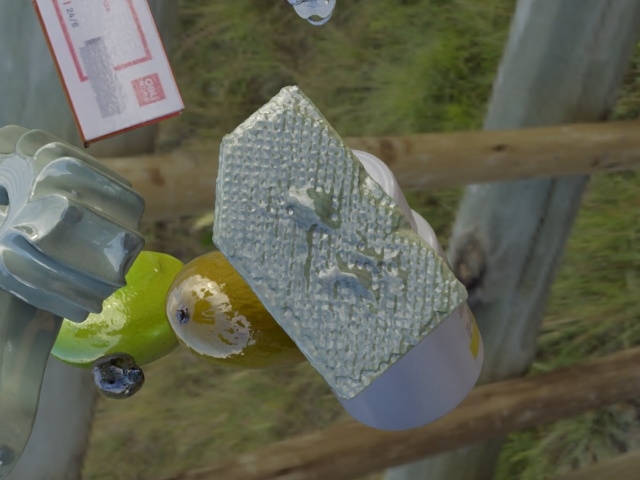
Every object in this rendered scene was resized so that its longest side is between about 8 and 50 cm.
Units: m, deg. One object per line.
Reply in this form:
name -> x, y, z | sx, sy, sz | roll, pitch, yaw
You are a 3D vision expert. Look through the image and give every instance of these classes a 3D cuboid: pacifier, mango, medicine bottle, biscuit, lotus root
pacifier -> -0.018, -0.316, 1.839 | 0.083, 0.064, 0.068 | 8, 105, 46
mango -> -0.064, 0.092, 1.929 | 0.195, 0.332, 0.142 | 52, 130, 39
mango -> -0.305, 0.120, 2.194 | 0.185, 0.273, 0.149 | 30, 132, 24
medicine bottle -> 0.060, 0.062, 1.724 | 0.208, 0.208, 0.339 | 32, 159, 42
biscuit -> 0.000, 0.000, 1.230 | 0.252, 0.150, 0.052 | 52, 173, 0
lotus root -> -0.225, 0.151, 1.556 | 0.054, 0.049, 0.099 | 57, 154, -12

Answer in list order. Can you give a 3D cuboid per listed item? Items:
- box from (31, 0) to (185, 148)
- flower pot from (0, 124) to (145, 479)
box -> -0.248, -0.232, 1.580 | 0.050, 0.123, 0.229 | 165, 86, -80
flower pot -> -0.344, 0.065, 1.520 | 0.254, 0.165, 0.367 | 32, 94, 55
